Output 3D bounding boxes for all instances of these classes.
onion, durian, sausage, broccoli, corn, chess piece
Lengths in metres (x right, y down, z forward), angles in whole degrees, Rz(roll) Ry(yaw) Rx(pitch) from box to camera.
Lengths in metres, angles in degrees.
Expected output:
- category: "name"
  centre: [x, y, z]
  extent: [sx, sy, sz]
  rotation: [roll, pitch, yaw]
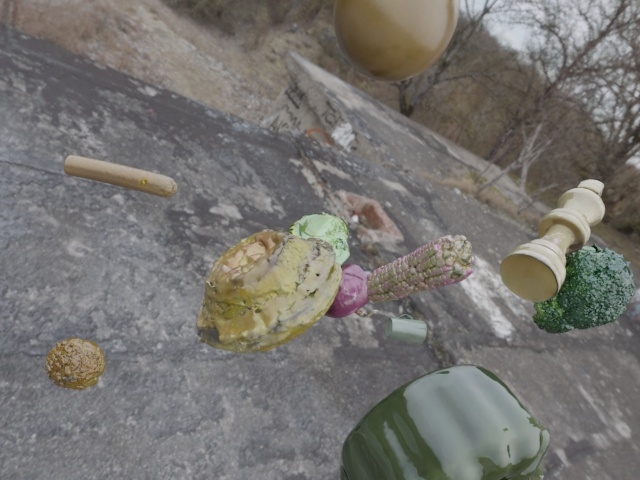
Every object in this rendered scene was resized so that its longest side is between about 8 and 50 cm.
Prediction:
- category: "onion"
  centre: [0.063, 0.174, 1.678]
  extent: [0.200, 0.200, 0.207]
  rotation: [27, 5, -32]
- category: "durian"
  centre: [-0.005, -0.009, 1.783]
  extent: [0.163, 0.198, 0.394]
  rotation: [60, 20, -23]
- category: "sausage"
  centre: [-0.524, -0.170, 1.341]
  extent: [0.301, 0.065, 0.066]
  rotation: [15, 24, 3]
- category: "broccoli"
  centre: [0.608, 0.104, 1.234]
  extent: [0.245, 0.265, 0.294]
  rotation: [60, -4, 41]
- category: "corn"
  centre: [0.258, 0.087, 1.354]
  extent: [0.127, 0.335, 0.126]
  rotation: [18, 59, -32]
- category: "chess piece"
  centre: [0.531, -0.023, 1.104]
  extent: [0.117, 0.117, 0.397]
  rotation: [46, 54, 9]

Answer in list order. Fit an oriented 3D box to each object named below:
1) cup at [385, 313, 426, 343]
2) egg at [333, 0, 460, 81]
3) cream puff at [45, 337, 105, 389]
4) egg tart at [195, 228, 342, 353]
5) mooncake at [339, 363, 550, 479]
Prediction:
- category: "cup"
  centre: [0.198, 0.200, 1.187]
  extent: [0.083, 0.054, 0.075]
  rotation: [10, 61, -11]
- category: "egg"
  centre: [0.184, -0.565, 1.236]
  extent: [0.301, 0.301, 0.374]
  rotation: [31, 57, -25]
- category: "cream puff"
  centre: [-0.623, 0.312, 1.279]
  extent: [0.144, 0.126, 0.103]
  rotation: [15, -2, 10]
- category: "egg tart"
  centre: [-0.126, 0.082, 1.062]
  extent: [0.352, 0.352, 0.150]
  rotation: [-94, 159, -59]
- category: "mooncake"
  centre: [0.203, 0.373, 0.826]
  extent: [0.351, 0.351, 0.187]
  rotation: [22, 26, -39]
